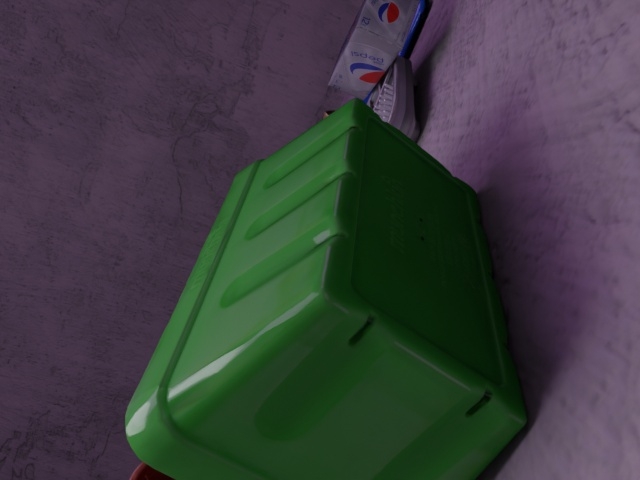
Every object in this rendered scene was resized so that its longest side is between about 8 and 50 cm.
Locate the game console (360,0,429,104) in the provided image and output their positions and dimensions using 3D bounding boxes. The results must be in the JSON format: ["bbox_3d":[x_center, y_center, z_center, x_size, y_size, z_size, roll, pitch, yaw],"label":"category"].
[{"bbox_3d":[0.203,-0.494,1.410,0.250,0.173,0.293,55,134,43],"label":"game console"}]

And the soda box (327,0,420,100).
[{"bbox_3d":[0.093,-0.372,1.058,0.286,0.091,0.098,157,134,-80],"label":"soda box"}]

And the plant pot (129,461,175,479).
[{"bbox_3d":[-0.227,0.563,0.989,0.272,0.272,0.265,-97,19,-76],"label":"plant pot"}]

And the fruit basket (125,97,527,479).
[{"bbox_3d":[-0.010,0.106,0.527,0.392,0.283,0.392,-49,18,22],"label":"fruit basket"}]

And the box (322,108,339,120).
[{"bbox_3d":[0.057,-0.218,1.269,0.021,0.164,0.201,54,143,33],"label":"box"}]

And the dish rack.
[{"bbox_3d":[0.116,-0.193,1.055,0.333,0.072,0.285,-79,11,-52],"label":"dish rack"}]
